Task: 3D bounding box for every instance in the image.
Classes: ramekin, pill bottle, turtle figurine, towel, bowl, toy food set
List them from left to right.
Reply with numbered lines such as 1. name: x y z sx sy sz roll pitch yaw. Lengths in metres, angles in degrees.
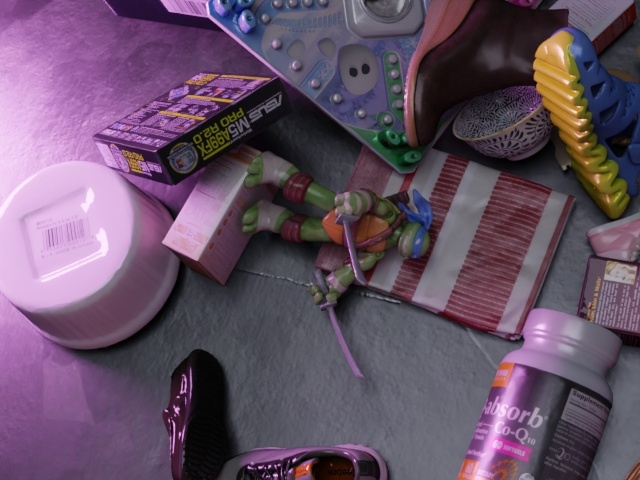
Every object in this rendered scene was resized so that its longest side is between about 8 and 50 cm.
1. ramekin: -0.363 0.014 1.901 0.277 0.135 0.277 -6 68 14
2. turtle figurine: 0.000 0.000 1.768 0.266 0.198 0.274 23 74 21
3. towel: 0.181 -0.011 1.858 0.329 0.037 0.237 20 78 17
4. bowl: 0.287 -0.170 1.845 0.170 0.170 0.080 -35 113 0
5. pill bottle: 0.297 0.242 1.687 0.162 0.162 0.278 18 78 17
6. toy food set: 0.423 -0.191 1.865 0.192 0.038 0.132 -30 64 14

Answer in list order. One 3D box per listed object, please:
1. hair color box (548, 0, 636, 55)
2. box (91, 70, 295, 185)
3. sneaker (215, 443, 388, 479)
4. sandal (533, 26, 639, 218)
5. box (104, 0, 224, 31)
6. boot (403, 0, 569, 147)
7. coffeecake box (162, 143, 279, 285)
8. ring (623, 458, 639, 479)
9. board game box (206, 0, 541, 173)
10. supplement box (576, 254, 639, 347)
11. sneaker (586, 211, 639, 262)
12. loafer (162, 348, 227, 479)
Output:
1. hair color box: 0.381 -0.314 1.893 0.167 0.053 0.093 -42 61 -5
2. box: -0.192 -0.171 1.855 0.216 0.060 0.270 -34 23 -21
3. sneaker: -0.047 0.329 1.763 0.272 0.108 0.100 -11 72 13
4. sandal: 0.393 -0.178 1.729 0.138 0.317 0.126 -33 43 1
5. box: -0.161 -0.510 2.010 0.343 0.179 0.312 12 78 15
6. boot: 0.234 -0.235 1.781 0.207 0.090 0.248 10 73 15
7. coffeecake box: -0.143 -0.043 1.880 0.068 0.142 0.185 26 80 18
8. ring: 0.546 0.406 1.652 0.337 0.032 0.336 -4 73 12
9. board game box: 0.097 -0.364 1.867 0.390 0.050 0.390 39 76 -7
10. supplement box: 0.455 0.093 1.741 0.188 0.081 0.104 10 76 14
11. sneaker: 0.452 -0.002 1.790 0.134 0.051 0.070 -19 74 7
12. loafer: -0.186 0.266 1.821 0.078 0.080 0.220 -32 40 34
